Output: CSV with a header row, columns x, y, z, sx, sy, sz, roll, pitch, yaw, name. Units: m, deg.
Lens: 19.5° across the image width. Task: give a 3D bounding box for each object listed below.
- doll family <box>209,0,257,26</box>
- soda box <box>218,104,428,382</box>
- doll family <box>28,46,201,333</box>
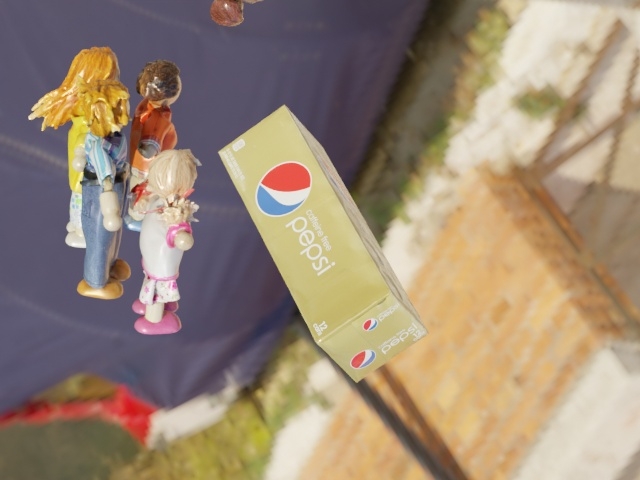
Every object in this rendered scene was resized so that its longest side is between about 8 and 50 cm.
x,y,z,sx,sy,sz,roll,pitch,yaw,name
-0.063,-0.229,1.281,0.076,0.111,0.193,-6,149,28,doll family
0.000,0.000,1.202,0.058,0.181,0.061,-35,140,7,soda box
-0.158,-0.053,1.387,0.118,0.263,0.163,2,116,-10,doll family
